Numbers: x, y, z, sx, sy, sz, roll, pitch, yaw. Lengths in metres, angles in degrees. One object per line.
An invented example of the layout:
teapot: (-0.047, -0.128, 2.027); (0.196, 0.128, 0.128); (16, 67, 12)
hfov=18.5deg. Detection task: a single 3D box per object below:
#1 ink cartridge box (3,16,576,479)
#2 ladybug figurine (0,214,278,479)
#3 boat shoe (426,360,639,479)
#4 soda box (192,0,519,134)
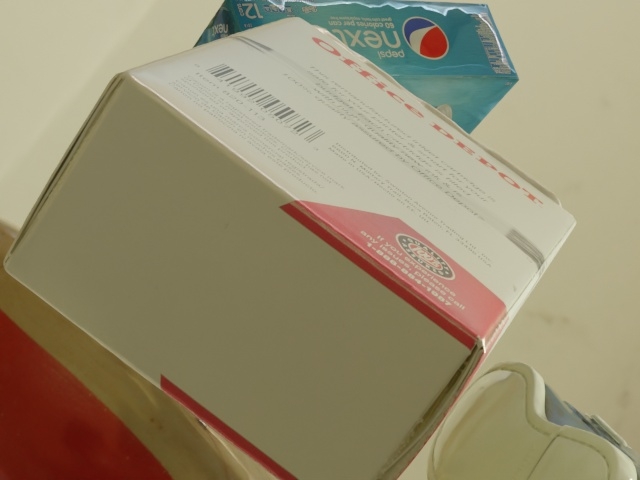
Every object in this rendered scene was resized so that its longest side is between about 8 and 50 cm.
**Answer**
ink cartridge box: (0.000, 0.000, 0.998); (0.117, 0.207, 0.283); (-56, 174, 18)
ladybug figurine: (-0.167, 0.161, 1.391); (0.162, 0.449, 0.305); (-39, 157, -18)
boat shoe: (0.163, 0.170, 1.370); (0.116, 0.099, 0.319); (-53, -164, -2)
soda box: (0.024, -0.115, 1.315); (0.071, 0.210, 0.067); (-49, -129, 47)
